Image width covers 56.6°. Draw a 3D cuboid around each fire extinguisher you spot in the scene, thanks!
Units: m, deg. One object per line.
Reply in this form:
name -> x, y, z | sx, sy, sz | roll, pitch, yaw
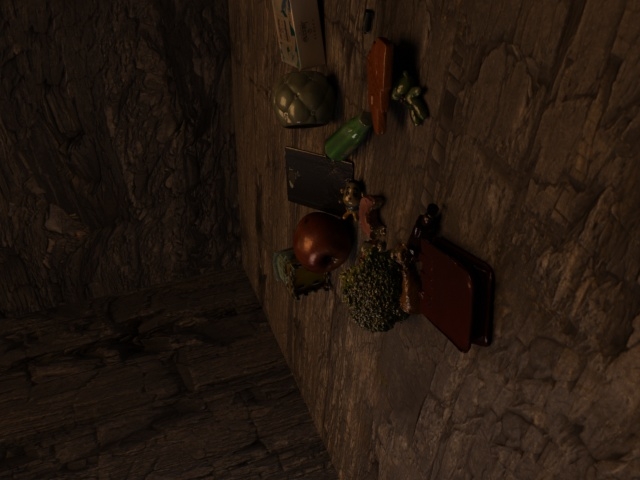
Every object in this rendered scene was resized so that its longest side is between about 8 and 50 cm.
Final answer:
fire extinguisher -> 0.146, -0.673, 1.845 | 0.038, 0.025, 0.083 | 41, 146, 23

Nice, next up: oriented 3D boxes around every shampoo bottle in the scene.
shampoo bottle -> 0.299, -0.022, 1.745 | 0.236, 0.067, 0.068 | 101, 171, -52

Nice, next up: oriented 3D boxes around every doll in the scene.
doll -> 0.248, -0.396, 1.666 | 0.150, 0.077, 0.115 | 63, 170, 8
doll -> 0.116, -0.146, 2.184 | 0.089, 0.101, 0.179 | -62, -23, -53

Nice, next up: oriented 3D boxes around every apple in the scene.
apple -> 0.000, 0.000, 2.377 | 0.253, 0.253, 0.254 | 168, 90, -71

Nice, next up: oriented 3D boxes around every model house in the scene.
model house -> -0.077, 0.127, 2.716 | 0.215, 0.224, 0.199 | 49, 149, 48

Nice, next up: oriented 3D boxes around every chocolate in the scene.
chocolate -> 0.106, -0.365, 2.053 | 0.291, 0.110, 0.110 | 148, 108, -68

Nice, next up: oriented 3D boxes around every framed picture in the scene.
framed picture -> -0.006, -0.226, 2.334 | 0.323, 0.013, 0.244 | 20, 126, 31

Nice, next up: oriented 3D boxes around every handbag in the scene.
handbag -> 0.364, 0.144, 1.647 | 0.275, 0.084, 0.260 | -138, 39, -61

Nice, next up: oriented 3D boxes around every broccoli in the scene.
broccoli -> 0.185, 0.159, 1.973 | 0.288, 0.235, 0.260 | -45, 52, 25

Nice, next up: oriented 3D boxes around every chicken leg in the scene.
chicken leg -> 0.275, 0.121, 1.804 | 0.087, 0.107, 0.252 | 14, 135, 48

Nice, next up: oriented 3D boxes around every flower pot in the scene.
flower pot -> -0.063, -0.525, 2.226 | 0.246, 0.246, 0.195 | -168, 73, -70

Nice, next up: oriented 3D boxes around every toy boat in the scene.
toy boat -> 0.176, 0.046, 2.155 | 0.185, 0.071, 0.089 | 110, -174, -58

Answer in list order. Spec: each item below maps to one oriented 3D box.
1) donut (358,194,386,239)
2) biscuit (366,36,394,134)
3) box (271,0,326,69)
donut -> 0.177, -0.093, 2.064 | 0.117, 0.065, 0.166 | -130, 34, -51
biscuit -> 0.169, -0.476, 1.732 | 0.306, 0.043, 0.284 | 97, 170, -71
box -> -0.085, -0.807, 2.246 | 0.203, 0.116, 0.274 | -132, 28, -54
